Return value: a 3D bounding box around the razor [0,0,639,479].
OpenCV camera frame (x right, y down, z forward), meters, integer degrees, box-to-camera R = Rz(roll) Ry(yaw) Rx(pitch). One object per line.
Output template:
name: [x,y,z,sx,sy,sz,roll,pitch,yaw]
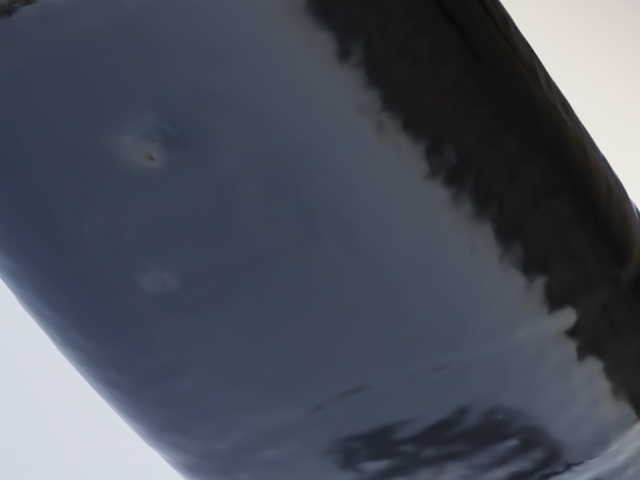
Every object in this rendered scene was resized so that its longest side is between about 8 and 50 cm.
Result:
razor: [0.001,0.002,0.620,0.349,0.204,0.113,49,-155,-40]
